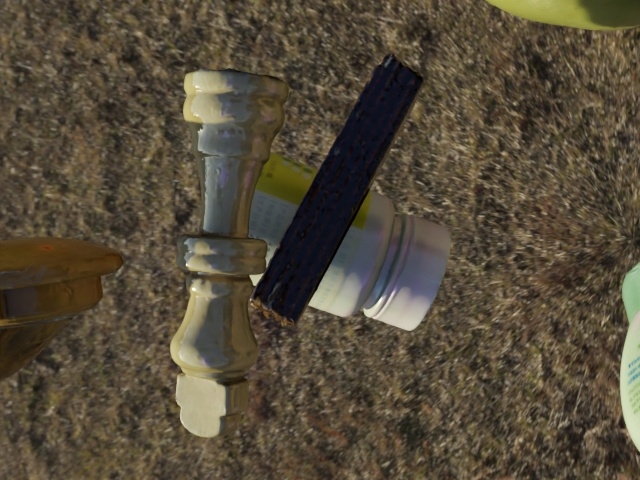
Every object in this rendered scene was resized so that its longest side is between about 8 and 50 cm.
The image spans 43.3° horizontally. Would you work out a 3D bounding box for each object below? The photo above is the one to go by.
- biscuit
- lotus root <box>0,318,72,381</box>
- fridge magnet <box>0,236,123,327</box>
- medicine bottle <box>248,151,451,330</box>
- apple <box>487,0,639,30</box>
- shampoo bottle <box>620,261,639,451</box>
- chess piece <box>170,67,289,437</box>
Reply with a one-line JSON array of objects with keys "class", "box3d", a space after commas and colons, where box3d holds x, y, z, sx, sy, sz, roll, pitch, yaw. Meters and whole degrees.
[{"class": "biscuit", "box3d": [0.025, -0.066, 1.086, 0.073, 0.107, 0.388, 27, 82, 2]}, {"class": "lotus root", "box3d": [-0.424, 0.093, 0.935, 0.188, 0.199, 0.180, 38, 88, 27]}, {"class": "fridge magnet", "box3d": [-0.216, 0.029, 0.589, 0.143, 0.143, 0.063, -5, 93, 21]}, {"class": "medicine bottle", "box3d": [0.000, 0.000, 1.307, 0.379, 0.213, 0.213, 21, 98, -7]}, {"class": "apple", "box3d": [0.323, -0.490, 0.939, 0.474, 0.474, 0.473, 0, 90, 21]}, {"class": "shampoo bottle", "box3d": [0.524, 0.158, 1.141, 0.151, 0.349, 0.222, 36, 127, -27]}, {"class": "chess piece", "box3d": [-0.108, 0.019, 0.885, 0.117, 0.117, 0.396, 6, 91, 21]}]
